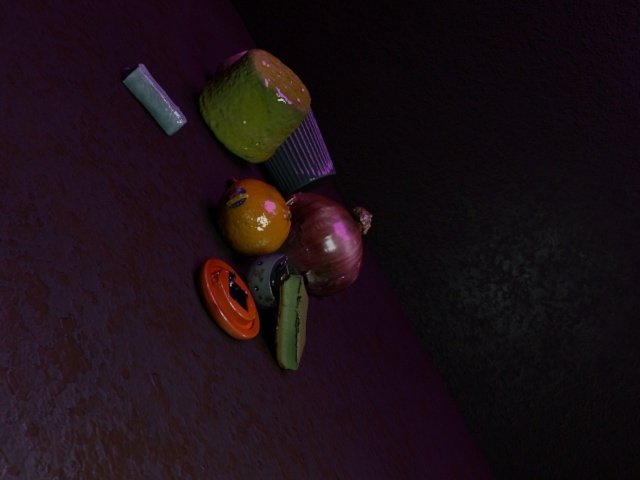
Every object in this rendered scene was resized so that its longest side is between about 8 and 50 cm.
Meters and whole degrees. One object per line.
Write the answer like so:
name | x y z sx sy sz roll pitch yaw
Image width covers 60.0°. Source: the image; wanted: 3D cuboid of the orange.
orange | -0.180 -0.061 1.506 0.219 0.193 0.219 156 -90 -86

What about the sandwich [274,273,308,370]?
sandwich | -0.068 0.175 1.414 0.212 0.063 0.245 -70 165 -75

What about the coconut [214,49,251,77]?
coconut | -0.312 -0.652 2.268 0.259 0.259 0.259 55 13 -19

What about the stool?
stool | -0.114 -0.365 2.285 0.330 0.297 0.297 65 12 2

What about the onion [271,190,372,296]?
onion | -0.026 0.007 1.715 0.354 0.353 0.354 55 13 -19

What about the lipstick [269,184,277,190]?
lipstick | -0.210 -0.179 1.965 0.063 0.057 0.186 63 15 17

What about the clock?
clock | -0.203 0.131 1.258 0.205 0.051 0.205 55 14 -21

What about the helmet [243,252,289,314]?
helmet | -0.141 0.108 1.417 0.177 0.107 0.153 76 18 -71

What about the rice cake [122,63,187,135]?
rice cake | -0.440 -0.377 1.475 0.206 0.069 0.063 55 13 -26

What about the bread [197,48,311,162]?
bread | -0.226 -0.480 1.949 0.348 0.307 0.348 33 38 -30

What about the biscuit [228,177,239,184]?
biscuit | -0.244 -0.168 1.763 0.102 0.019 0.130 32 2 -19
